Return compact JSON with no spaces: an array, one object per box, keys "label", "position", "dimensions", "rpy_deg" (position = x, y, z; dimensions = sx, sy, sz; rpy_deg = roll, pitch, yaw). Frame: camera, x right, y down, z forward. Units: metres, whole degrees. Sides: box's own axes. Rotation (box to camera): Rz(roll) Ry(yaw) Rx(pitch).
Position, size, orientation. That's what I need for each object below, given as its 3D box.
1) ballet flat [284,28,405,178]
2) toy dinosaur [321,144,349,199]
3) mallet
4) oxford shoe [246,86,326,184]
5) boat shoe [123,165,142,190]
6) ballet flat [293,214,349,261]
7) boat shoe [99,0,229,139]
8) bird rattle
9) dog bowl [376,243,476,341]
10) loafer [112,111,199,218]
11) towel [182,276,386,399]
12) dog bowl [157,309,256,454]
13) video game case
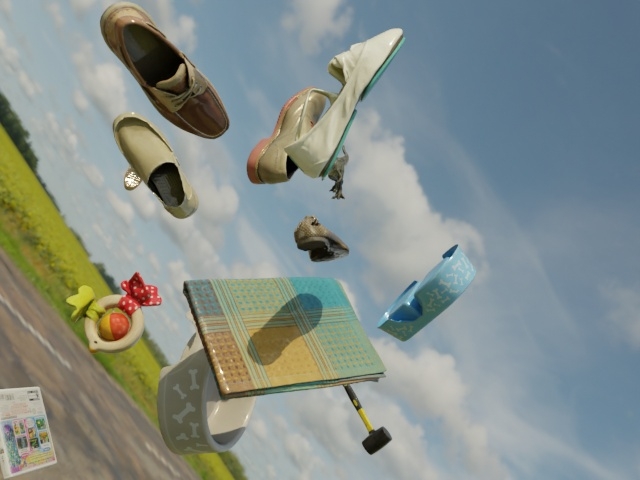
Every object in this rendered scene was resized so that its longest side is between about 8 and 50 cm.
[{"label":"ballet flat","position":[0.047,-0.332,1.544],"dimensions":[0.139,0.400,0.139],"rpy_deg":[30,-4,3]},{"label":"toy dinosaur","position":[0.043,-0.180,1.867],"dimensions":[0.268,0.064,0.118],"rpy_deg":[-48,138,-67]},{"label":"mallet","position":[0.099,0.377,1.520],"dimensions":[0.039,0.062,0.189],"rpy_deg":[45,17,-49]},{"label":"oxford shoe","position":[-0.052,-0.267,1.784],"dimensions":[0.130,0.348,0.123],"rpy_deg":[11,-33,30]},{"label":"boat shoe","position":[-0.504,-0.178,1.868],"dimensions":[0.050,0.135,0.045],"rpy_deg":[23,-46,-14]},{"label":"ballet flat","position":[0.000,0.000,1.312],"dimensions":[0.250,0.084,0.058],"rpy_deg":[36,40,-72]},{"label":"boat shoe","position":[-0.288,-0.303,1.310],"dimensions":[0.324,0.123,0.116],"rpy_deg":[44,2,-38]},{"label":"bird rattle","position":[-0.567,0.211,1.911],"dimensions":[0.143,0.254,0.207],"rpy_deg":[119,-39,-67]},{"label":"dog bowl","position":[0.244,0.129,1.573],"dimensions":[0.074,0.166,0.297],"rpy_deg":[41,-47,2]},{"label":"loafer","position":[-0.357,-0.169,1.501],"dimensions":[0.268,0.102,0.092],"rpy_deg":[53,-7,-5]},{"label":"towel","position":[-0.070,0.182,1.374],"dimensions":[0.040,0.370,0.271],"rpy_deg":[-58,-135,37]},{"label":"dog bowl","position":[-0.239,0.321,1.574],"dimensions":[0.102,0.348,0.348],"rpy_deg":[5,-40,17]},{"label":"video game case","position":[-0.508,0.323,1.172],"dimensions":[0.157,0.019,0.143],"rpy_deg":[65,7,-79]}]
